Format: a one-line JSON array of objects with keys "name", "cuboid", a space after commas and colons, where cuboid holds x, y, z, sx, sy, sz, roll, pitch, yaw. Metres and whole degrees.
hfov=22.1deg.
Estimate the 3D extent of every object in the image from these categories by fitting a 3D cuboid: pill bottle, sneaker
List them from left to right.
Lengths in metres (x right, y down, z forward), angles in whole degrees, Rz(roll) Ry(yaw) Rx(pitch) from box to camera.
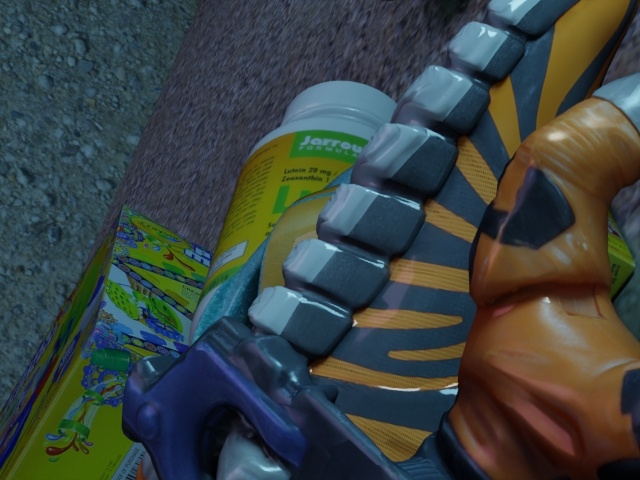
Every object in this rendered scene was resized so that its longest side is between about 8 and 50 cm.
[{"name": "pill bottle", "cuboid": [0.000, 0.000, 1.146, 0.136, 0.136, 0.245, -50, 17, 40]}, {"name": "sneaker", "cuboid": [0.079, 0.035, 0.713, 0.321, 0.180, 0.124, -54, -5, -4]}]

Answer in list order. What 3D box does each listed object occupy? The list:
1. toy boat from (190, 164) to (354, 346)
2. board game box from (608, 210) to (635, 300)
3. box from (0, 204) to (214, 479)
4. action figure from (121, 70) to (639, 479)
[{"name": "toy boat", "cuboid": [-0.011, 0.086, 0.843, 0.267, 0.148, 0.318, -43, 25, 48]}, {"name": "board game box", "cuboid": [0.076, 0.081, 0.910, 0.259, 0.039, 0.124, -54, 17, 20]}, {"name": "box", "cuboid": [-0.163, 0.172, 1.331, 0.290, 0.177, 0.279, -58, 12, 16]}, {"name": "action figure", "cuboid": [0.105, 0.107, 0.535, 0.330, 0.178, 0.341, -53, 52, 17]}]
